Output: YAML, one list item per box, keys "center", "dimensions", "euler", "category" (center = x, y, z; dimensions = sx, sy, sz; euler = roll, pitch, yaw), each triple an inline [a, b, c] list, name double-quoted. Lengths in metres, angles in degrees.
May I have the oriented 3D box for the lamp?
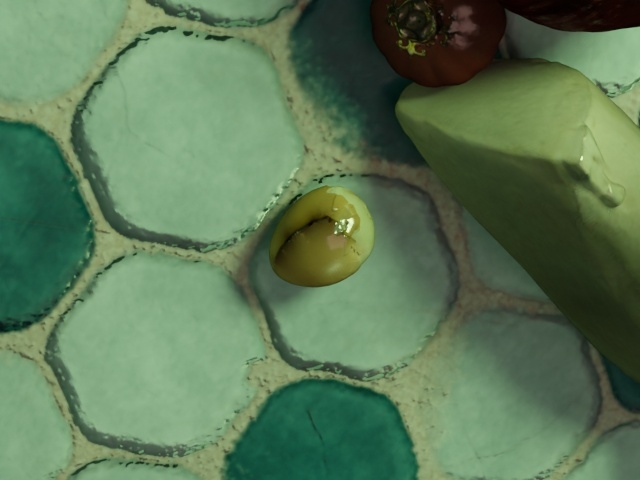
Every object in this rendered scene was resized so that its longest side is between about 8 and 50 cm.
- center: [0.084, -0.161, 1.081]
  dimensions: [0.101, 0.090, 0.101]
  euler: [3, 97, 25]
  category: "lamp"

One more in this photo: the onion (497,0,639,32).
- center: [0.210, -0.264, 0.966]
  dimensions: [0.273, 0.285, 0.273]
  euler: [-12, 111, -33]
  category: "onion"

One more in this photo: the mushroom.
- center: [0.236, 0.010, 1.145]
  dimensions: [0.407, 0.154, 0.137]
  euler: [43, 54, -24]
  category: "mushroom"

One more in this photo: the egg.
- center: [0.000, 0.000, 1.131]
  dimensions: [0.083, 0.071, 0.071]
  euler: [-31, 113, 16]
  category: "egg"
